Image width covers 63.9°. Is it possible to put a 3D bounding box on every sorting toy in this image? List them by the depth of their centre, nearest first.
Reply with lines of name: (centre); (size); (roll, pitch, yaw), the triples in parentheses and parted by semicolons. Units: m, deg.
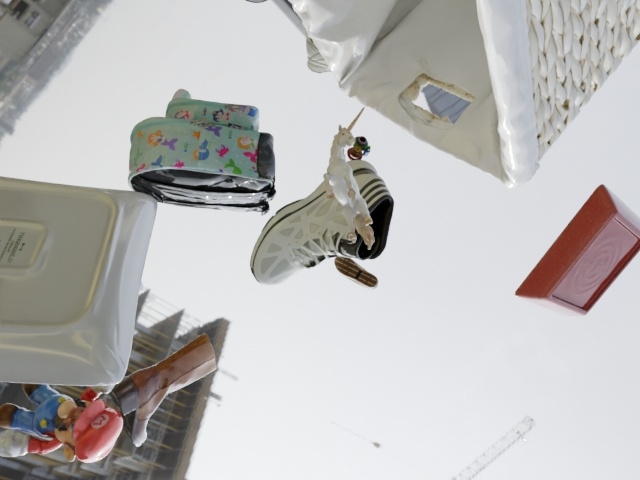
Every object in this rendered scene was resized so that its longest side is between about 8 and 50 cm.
sorting toy: (0.118, -0.274, 1.502); (0.101, 0.061, 0.042); (-64, -177, -30)

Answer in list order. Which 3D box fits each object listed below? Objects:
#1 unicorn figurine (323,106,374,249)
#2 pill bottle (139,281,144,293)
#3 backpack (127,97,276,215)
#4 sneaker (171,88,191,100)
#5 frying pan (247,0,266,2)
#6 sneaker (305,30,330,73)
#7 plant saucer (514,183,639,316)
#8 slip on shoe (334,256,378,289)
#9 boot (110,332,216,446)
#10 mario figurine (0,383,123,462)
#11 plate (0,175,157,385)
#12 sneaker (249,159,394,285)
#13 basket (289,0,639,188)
unicorn figurine: (0.035, -0.073, 0.668); (0.060, 0.161, 0.111); (-5, -144, 3)
pill bottle: (-0.580, 0.111, 1.137); (0.334, 0.187, 0.188); (-21, -155, -21)
backpack: (-0.219, -0.147, 0.942); (0.225, 0.254, 0.190); (138, -52, -73)
sneaker: (-0.307, -0.275, 1.269); (0.255, 0.151, 0.094); (-95, -154, -46)
frying pan: (-0.250, -0.880, 1.564); (0.197, 0.326, 0.053); (-58, -147, -8)
sneaker: (0.055, -0.551, 1.509); (0.297, 0.129, 0.111); (25, -120, 36)
plant saucer: (0.536, 0.043, 1.020); (0.259, 0.259, 0.047); (-57, -137, 15)
slip on shoe: (0.095, 0.086, 1.359); (0.136, 0.041, 0.051); (28, -104, 20)
boot: (-0.414, 0.404, 1.399); (0.281, 0.263, 0.096); (-29, -137, -36)
mario figurine: (-0.560, 0.360, 1.095); (0.321, 0.170, 0.197); (4, -99, 28)
plate: (-0.335, 0.018, 0.554); (0.045, 0.278, 0.277); (109, -18, -45)
sneaker: (0.000, -0.001, 1.317); (0.447, 0.169, 0.257); (-43, -147, 11)
basket: (0.145, -0.295, 0.545); (0.266, 0.331, 0.328); (-48, -126, -2)
